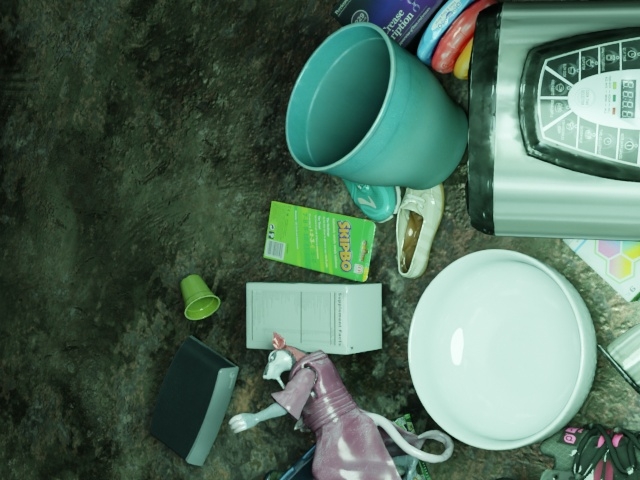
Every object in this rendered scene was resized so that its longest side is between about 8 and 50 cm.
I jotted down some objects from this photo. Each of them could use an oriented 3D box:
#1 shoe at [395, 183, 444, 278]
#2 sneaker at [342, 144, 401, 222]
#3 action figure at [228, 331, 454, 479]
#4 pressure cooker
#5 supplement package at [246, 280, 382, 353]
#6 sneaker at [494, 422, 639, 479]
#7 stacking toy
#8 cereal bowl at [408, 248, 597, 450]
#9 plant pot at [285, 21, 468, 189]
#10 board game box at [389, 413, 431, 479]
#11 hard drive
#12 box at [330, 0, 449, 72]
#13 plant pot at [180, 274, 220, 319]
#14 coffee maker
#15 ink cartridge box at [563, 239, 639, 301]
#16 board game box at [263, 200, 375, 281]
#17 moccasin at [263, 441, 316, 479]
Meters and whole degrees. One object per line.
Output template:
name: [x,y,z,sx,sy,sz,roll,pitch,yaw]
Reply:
shoe: [0.185,-0.033,1.757,0.076,0.058,0.219,11,96,33]
sneaker: [0.058,-0.150,1.812,0.107,0.110,0.275,-41,69,26]
action figure: [0.021,0.318,1.694,0.275,0.248,0.370,-35,81,22]
pressure cooker: [0.437,-0.184,1.387,0.420,0.370,0.375,3,47,12]
supplement package: [-0.013,0.151,1.841,0.244,0.134,0.139,0,89,34]
sneaker: [0.467,0.380,1.495,0.483,0.185,0.202,-35,75,27]
stacking toy: [0.330,-0.300,1.630,0.302,0.166,0.175,44,103,10]
cereal bowl: [0.326,0.191,1.597,0.339,0.141,0.339,-10,73,38]
plant pot: [0.121,-0.215,1.660,0.271,0.255,0.272,-25,56,43]
board game box: [0.154,0.481,1.792,0.136,0.030,0.260,-27,75,32]
hard drive: [-0.291,0.361,2.070,0.172,0.054,0.255,29,105,30]
box: [0.172,-0.468,1.747,0.261,0.103,0.184,-50,62,23]
plant pot: [-0.277,0.121,2.056,0.083,0.083,0.079,-48,53,24]
coffee maker: [0.556,0.164,1.473,0.178,0.171,0.120,-43,60,10]
ink cartridge box: [0.520,0.031,1.533,0.209,0.062,0.109,49,113,23]
board game box: [0.000,0.000,1.894,0.259,0.039,0.124,13,98,35]
moccasin: [-0.068,0.520,1.896,0.342,0.138,0.117,-38,65,12]
